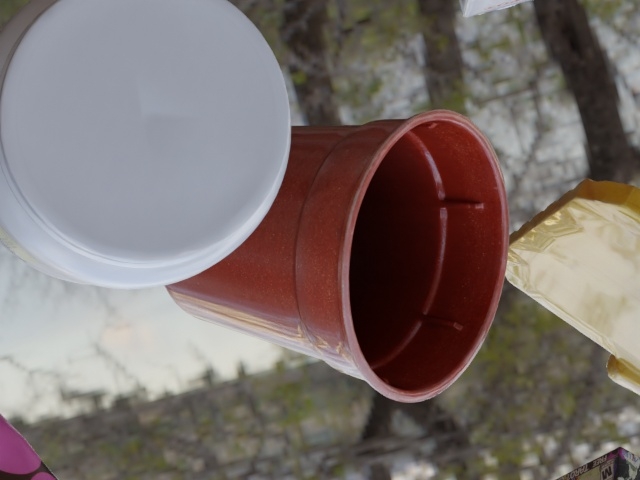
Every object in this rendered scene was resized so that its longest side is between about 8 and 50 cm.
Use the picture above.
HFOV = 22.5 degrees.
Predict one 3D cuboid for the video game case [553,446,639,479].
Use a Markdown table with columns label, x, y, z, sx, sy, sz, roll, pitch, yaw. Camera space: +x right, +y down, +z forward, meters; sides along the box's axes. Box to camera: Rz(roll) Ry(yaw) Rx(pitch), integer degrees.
| label | x | y | z | sx | sy | sz | roll | pitch | yaw |
| --- | --- | --- | --- | --- | --- | --- | --- | --- | --- |
| video game case | 0.242 | 0.350 | 1.692 | 0.042 | 0.210 | 0.232 | 32 | 136 | -22 |

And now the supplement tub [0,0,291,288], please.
| label | x | y | z | sx | sy | sz | roll | pitch | yaw |
| --- | --- | --- | --- | --- | --- | --- | --- | --- | --- |
| supplement tub | -0.155 | -0.080 | 1.242 | 0.235 | 0.235 | 0.325 | -14 | -177 | -14 |

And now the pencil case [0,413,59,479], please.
| label | x | y | z | sx | sy | sz | roll | pitch | yaw |
| --- | --- | --- | --- | --- | --- | --- | --- | --- | --- |
| pencil case | -0.142 | 0.163 | 0.794 | 0.095 | 0.209 | 0.098 | -45 | 173 | 3 |

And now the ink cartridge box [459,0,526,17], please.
| label | x | y | z | sx | sy | sz | roll | pitch | yaw |
| --- | --- | --- | --- | --- | --- | --- | --- | --- | --- |
| ink cartridge box | 0.210 | -0.300 | 1.507 | 0.172 | 0.100 | 0.237 | -15 | 175 | 0 |

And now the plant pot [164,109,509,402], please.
| label | x | y | z | sx | sy | sz | roll | pitch | yaw |
| --- | --- | --- | --- | --- | --- | --- | --- | --- | --- |
| plant pot | 0.000 | 0.000 | 1.560 | 0.265 | 0.272 | 0.272 | 9 | -168 | 38 |

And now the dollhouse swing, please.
| label | x | y | z | sx | sy | sz | roll | pitch | yaw |
| --- | --- | --- | --- | --- | --- | --- | --- | --- | --- |
| dollhouse swing | 0.430 | 0.000 | 1.763 | 0.315 | 0.305 | 0.347 | -41 | 178 | -23 |
